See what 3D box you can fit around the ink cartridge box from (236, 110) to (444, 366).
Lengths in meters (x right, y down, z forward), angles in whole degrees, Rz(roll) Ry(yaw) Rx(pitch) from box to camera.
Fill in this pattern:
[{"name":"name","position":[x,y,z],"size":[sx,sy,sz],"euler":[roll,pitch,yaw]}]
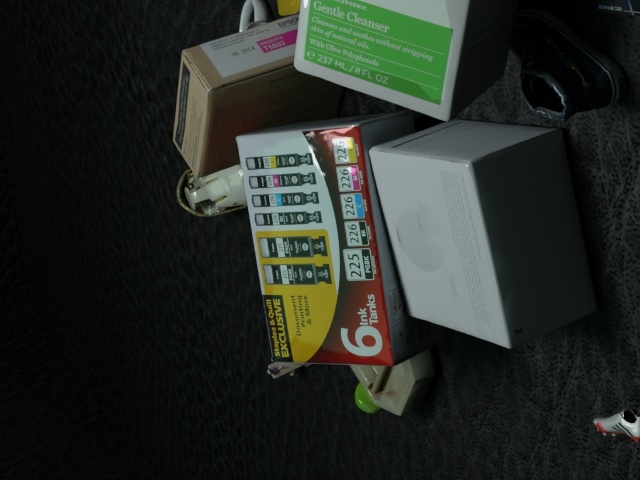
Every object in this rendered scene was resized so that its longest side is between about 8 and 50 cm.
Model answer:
[{"name":"ink cartridge box","position":[0.000,0.000,1.808],"size":[0.271,0.130,0.309],"euler":[-3,100,38]}]

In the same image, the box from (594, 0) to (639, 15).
[{"name":"box","position":[0.299,-0.256,1.341],"size":[0.083,0.018,0.067],"euler":[26,132,58]}]

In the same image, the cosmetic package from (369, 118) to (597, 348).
[{"name":"cosmetic package","position":[0.191,-0.016,1.622],"size":[0.224,0.138,0.224],"euler":[18,125,62]}]

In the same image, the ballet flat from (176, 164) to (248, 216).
[{"name":"ballet flat","position":[-0.159,-0.096,2.338],"size":[0.348,0.123,0.123],"euler":[-10,100,66]}]

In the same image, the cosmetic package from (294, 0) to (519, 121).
[{"name":"cosmetic package","position":[0.106,-0.333,1.380],"size":[0.197,0.155,0.366],"euler":[20,125,23]}]

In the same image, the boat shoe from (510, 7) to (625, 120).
[{"name":"boat shoe","position":[0.234,-0.190,1.454],"size":[0.183,0.083,0.065],"euler":[44,146,45]}]

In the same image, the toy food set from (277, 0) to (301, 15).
[{"name":"toy food set","position":[-0.026,-0.377,1.864],"size":[0.218,0.071,0.128],"euler":[-156,49,-70]}]

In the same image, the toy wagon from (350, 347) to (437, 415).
[{"name":"toy wagon","position":[0.058,0.097,2.091],"size":[0.344,0.068,0.267],"euler":[58,154,26]}]

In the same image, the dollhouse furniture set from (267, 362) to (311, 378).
[{"name":"dollhouse furniture set","position":[-0.079,0.189,2.441],"size":[0.114,0.081,0.091],"euler":[66,156,7]}]

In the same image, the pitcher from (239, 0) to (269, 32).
[{"name":"pitcher","position":[-0.113,-0.258,2.126],"size":[0.207,0.125,0.178],"euler":[122,145,-49]}]

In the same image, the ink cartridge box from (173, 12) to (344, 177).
[{"name":"ink cartridge box","position":[-0.083,-0.209,1.929],"size":[0.088,0.234,0.193],"euler":[56,152,27]}]

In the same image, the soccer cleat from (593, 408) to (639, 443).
[{"name":"soccer cleat","position":[0.353,0.212,1.604],"size":[0.083,0.029,0.036],"euler":[12,111,59]}]
